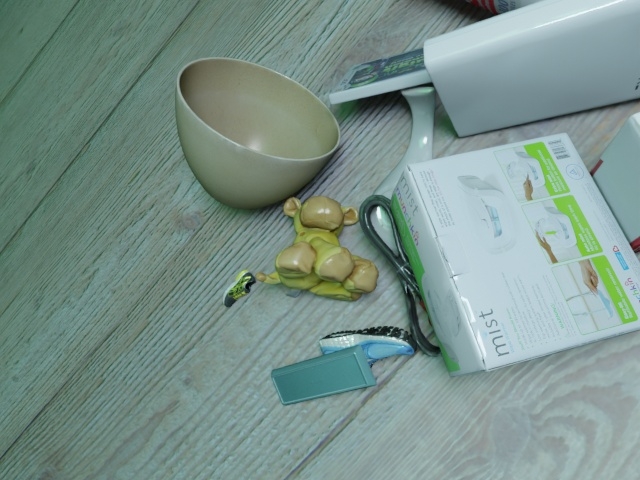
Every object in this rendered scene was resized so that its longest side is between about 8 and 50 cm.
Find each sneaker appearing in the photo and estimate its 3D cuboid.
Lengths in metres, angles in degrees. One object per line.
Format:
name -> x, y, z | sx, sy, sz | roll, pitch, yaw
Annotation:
sneaker -> -0.158, 0.097, 0.806 | 0.035, 0.031, 0.083 | 34, 92, 27
sneaker -> 0.079, 0.181, 0.669 | 0.162, 0.063, 0.073 | -12, 87, 28

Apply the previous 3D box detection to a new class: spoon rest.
spoon rest -> 0.152, -0.109, 0.702 | 0.137, 0.084, 0.277 | 12, 95, 28

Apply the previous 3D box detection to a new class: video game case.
video game case -> 0.124, -0.296, 0.726 | 0.190, 0.022, 0.173 | -5, 35, 23

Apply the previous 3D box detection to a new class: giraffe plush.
giraffe plush -> 0.000, 0.000, 0.707 | 0.210, 0.181, 0.171 | -22, 52, 55

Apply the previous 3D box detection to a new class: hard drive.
hard drive -> 0.338, -0.233, 0.533 | 0.353, 0.233, 0.047 | -8, 76, 28

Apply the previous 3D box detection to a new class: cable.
cable -> 0.153, 0.059, 0.645 | 0.287, 0.072, 0.139 | 48, 113, 22

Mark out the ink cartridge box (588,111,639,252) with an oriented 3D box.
ink cartridge box -> 0.472, -0.094, 0.453 | 0.272, 0.197, 0.114 | -19, 69, 11

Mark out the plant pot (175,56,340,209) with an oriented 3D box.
plant pot -> -0.131, -0.169, 0.757 | 0.284, 0.284, 0.191 | 57, 137, 25

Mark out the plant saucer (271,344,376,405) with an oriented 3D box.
plant saucer -> -0.004, 0.225, 0.675 | 0.192, 0.018, 0.067 | -26, 85, 32

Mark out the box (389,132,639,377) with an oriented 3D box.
box -> 0.245, 0.017, 0.537 | 0.231, 0.127, 0.262 | -13, 69, -7

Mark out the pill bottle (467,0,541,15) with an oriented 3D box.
pill bottle -> 0.256, -0.525, 0.666 | 0.229, 0.229, 0.407 | -49, 62, 6
